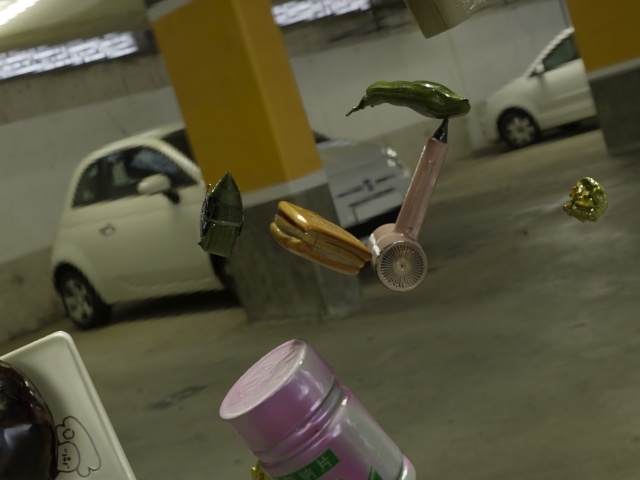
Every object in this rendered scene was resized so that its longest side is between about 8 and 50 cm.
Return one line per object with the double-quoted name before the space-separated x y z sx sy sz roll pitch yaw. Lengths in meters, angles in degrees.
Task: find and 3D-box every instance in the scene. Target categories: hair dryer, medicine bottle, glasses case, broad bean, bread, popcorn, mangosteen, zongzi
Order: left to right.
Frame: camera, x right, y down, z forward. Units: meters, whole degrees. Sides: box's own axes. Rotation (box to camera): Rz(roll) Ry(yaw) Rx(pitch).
"mangosteen" -0.400 0.245 1.105 0.231 0.231 0.289 -18 -16 -6
"glasses case" -0.337 0.285 1.320 0.131 0.313 0.070 -24 -3 -13
"zongzi" -0.120 -0.055 1.231 0.055 0.119 0.109 7 29 -9
"medicine bottle" -0.003 0.360 1.749 0.212 0.325 0.212 -36 14 11
"bread" 0.000 0.000 1.782 0.200 0.077 0.116 24 6 -45
"broad bean" 0.163 -0.266 1.839 0.067 0.075 0.325 -26 24 -30
"hair dryer" 0.192 -0.080 1.944 0.106 0.344 0.189 19 11 -6
"bread" 0.229 -0.479 1.877 0.134 0.141 0.148 -36 16 -19
"popcorn" 0.409 -0.064 1.502 0.068 0.059 0.083 -41 -25 -25

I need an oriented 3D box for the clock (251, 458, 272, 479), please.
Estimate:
"clock" -0.089 0.555 2.000 0.071 0.277 0.293 0 -28 -25
